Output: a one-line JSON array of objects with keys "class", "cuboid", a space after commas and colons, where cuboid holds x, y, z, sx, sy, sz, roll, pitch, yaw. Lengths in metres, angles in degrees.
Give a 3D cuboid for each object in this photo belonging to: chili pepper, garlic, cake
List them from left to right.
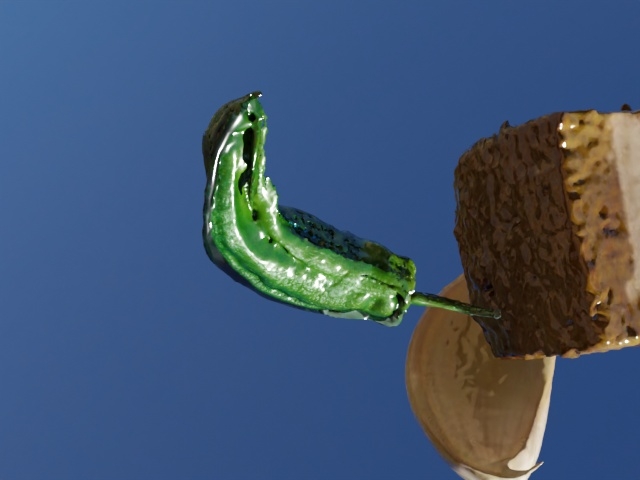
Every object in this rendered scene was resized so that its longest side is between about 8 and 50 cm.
[{"class": "chili pepper", "cuboid": [0.000, 0.000, 1.065, 0.122, 0.279, 0.065, -29, -138, 33]}, {"class": "garlic", "cuboid": [0.162, 0.129, 1.358, 0.164, 0.145, 0.245, -35, -144, 47]}, {"class": "cake", "cuboid": [0.278, -0.015, 1.206, 0.198, 0.293, 0.196, 151, -72, -68]}]
